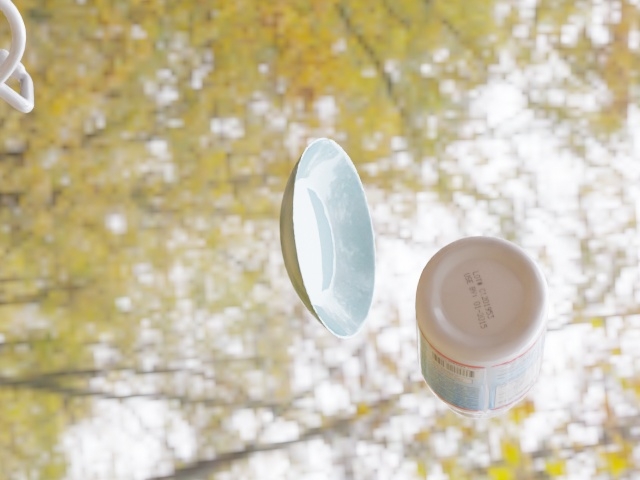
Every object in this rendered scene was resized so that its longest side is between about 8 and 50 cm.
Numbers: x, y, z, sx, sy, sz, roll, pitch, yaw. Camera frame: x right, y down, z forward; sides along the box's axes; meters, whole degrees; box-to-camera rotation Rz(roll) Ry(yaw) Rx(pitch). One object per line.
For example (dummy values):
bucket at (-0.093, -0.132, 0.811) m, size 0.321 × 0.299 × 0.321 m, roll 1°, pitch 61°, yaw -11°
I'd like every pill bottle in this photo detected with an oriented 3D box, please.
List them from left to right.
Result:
pill bottle at (0.107, 0.065, 1.304) m, size 0.160 × 0.087 × 0.087 m, roll 82°, pitch -7°, yaw -67°

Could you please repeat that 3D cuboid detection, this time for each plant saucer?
plant saucer at (0.000, 0.000, 1.874) m, size 0.037 × 0.195 × 0.195 m, roll -8°, pitch -96°, yaw 24°

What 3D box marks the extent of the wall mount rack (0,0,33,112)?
wall mount rack at (-0.450, -0.157, 1.823) m, size 0.350 × 0.304 × 0.130 m, roll -43°, pitch -152°, yaw 14°
